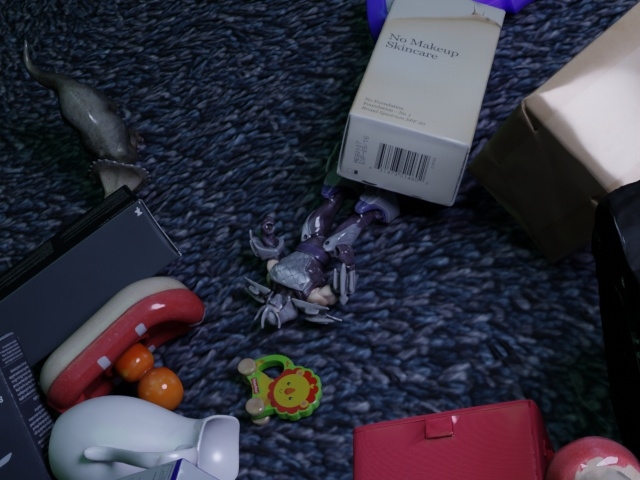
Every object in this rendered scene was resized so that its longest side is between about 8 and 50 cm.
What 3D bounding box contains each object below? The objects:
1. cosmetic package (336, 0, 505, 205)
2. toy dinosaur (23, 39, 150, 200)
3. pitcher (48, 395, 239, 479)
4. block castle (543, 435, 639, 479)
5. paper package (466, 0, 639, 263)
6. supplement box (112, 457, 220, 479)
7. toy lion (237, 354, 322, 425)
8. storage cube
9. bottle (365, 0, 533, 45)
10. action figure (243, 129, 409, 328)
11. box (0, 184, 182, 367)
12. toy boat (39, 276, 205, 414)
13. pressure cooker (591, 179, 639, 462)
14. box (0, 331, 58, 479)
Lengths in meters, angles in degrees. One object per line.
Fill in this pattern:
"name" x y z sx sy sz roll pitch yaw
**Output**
"cosmetic package" 0.138 -0.199 1.538 0.160 0.113 0.309 15 46 4
"toy dinosaur" -0.336 -0.175 1.743 0.121 0.313 0.160 -25 8 -10
"pitcher" -0.218 0.245 1.358 0.207 0.178 0.125 0 82 16
"block castle" 0.172 0.411 0.909 0.303 0.213 0.453 -18 89 5
"paper package" 0.362 -0.153 1.326 0.325 0.309 0.168 -41 85 -11
"supplement box" -0.186 0.328 1.269 0.220 0.111 0.114 -26 38 42
"toy lion" -0.047 0.182 1.440 0.096 0.034 0.100 -18 47 1
"storage cube" 0.147 0.295 1.151 0.215 0.183 0.193 -11 50 16
"bottle" 0.210 -0.363 1.723 0.283 0.092 0.118 -13 50 14
"action figure" 0.000 0.000 1.522 0.185 0.099 0.285 24 69 31
"box" -0.333 0.046 1.583 0.261 0.103 0.184 -37 14 -7
"toy boat" -0.234 0.159 1.491 0.151 0.151 0.231 44 77 11
"pressure cooker" 0.477 0.100 1.027 0.421 0.370 0.375 -10 51 8
"box" -0.417 0.240 1.432 0.153 0.207 0.108 -22 4 3
